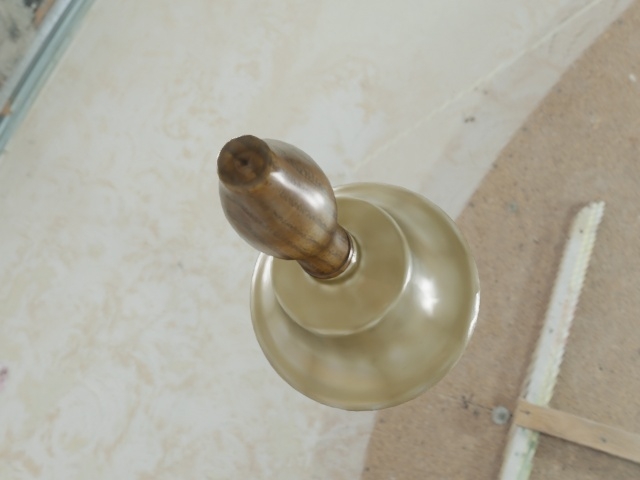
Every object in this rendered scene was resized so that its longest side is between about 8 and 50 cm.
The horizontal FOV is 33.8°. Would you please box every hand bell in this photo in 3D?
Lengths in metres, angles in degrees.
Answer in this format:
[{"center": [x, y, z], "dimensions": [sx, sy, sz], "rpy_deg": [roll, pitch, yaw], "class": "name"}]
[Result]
[{"center": [0.000, 0.000, 0.456], "dimensions": [0.126, 0.242, 0.126], "rpy_deg": [-3, -105, 11], "class": "hand bell"}]
